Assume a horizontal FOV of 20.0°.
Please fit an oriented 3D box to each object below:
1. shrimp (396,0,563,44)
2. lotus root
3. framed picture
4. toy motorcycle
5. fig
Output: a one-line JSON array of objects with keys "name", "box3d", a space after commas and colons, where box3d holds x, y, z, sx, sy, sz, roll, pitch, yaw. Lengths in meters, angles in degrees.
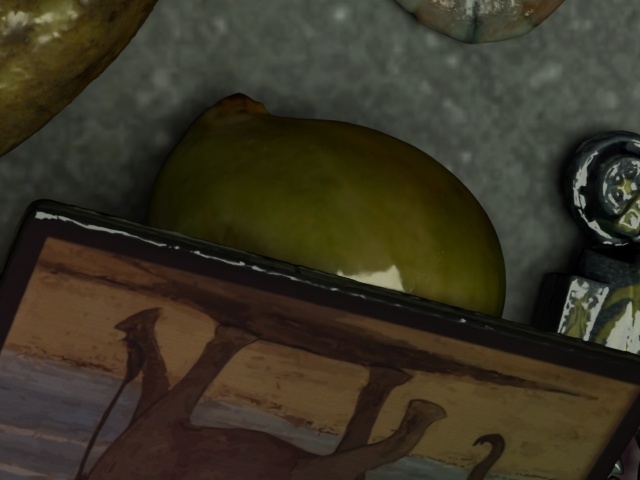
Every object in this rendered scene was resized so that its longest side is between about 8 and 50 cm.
[{"name": "shrimp", "box3d": [0.085, -0.188, 0.791, 0.148, 0.035, 0.195, 39, 88, -18]}, {"name": "lotus root", "box3d": [-0.131, -0.090, 0.709, 0.108, 0.094, 0.190, 36, 98, 12]}, {"name": "framed picture", "box3d": [-0.048, 0.153, 0.737, 0.265, 0.016, 0.347, 16, 120, -21]}, {"name": "toy motorcycle", "box3d": [0.158, 0.051, 0.838, 0.124, 0.061, 0.193, 10, 88, -13]}, {"name": "fig", "box3d": [0.001, 0.012, 0.740, 0.153, 0.136, 0.120, 20, 76, -6]}]
